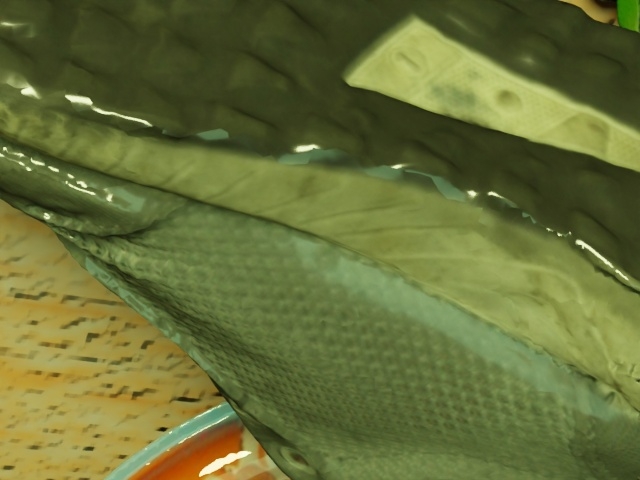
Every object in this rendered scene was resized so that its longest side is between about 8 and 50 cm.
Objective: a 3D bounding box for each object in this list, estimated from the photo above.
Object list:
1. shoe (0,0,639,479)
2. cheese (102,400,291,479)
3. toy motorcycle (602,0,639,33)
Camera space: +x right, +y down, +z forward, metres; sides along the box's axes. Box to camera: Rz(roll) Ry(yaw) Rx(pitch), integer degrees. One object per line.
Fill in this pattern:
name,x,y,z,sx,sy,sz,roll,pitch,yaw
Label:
shoe,0.000,0.000,0.531,0.337,0.132,0.171,23,139,-3
cheese,-0.001,0.074,0.631,0.256,0.037,0.106,-45,121,7
toy motorcycle,0.137,-0.099,0.549,0.106,0.074,0.190,-18,124,-14
